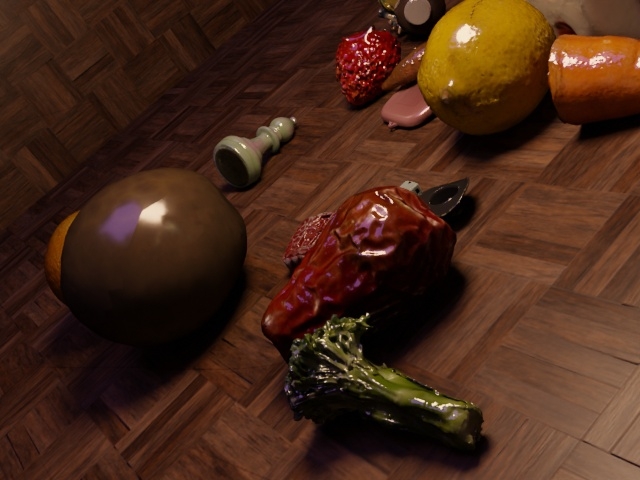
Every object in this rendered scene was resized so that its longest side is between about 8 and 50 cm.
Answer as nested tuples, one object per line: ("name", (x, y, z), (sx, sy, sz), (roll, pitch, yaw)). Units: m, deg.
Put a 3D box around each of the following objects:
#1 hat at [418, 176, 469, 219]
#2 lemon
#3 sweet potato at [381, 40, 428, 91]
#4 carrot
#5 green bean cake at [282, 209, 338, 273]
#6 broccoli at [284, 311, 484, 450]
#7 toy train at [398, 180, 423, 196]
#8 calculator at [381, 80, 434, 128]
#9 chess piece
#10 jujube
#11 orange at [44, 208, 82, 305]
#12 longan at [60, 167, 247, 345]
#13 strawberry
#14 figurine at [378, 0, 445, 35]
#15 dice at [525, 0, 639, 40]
("hat", (0.228, -0.067, 1.415), (0.121, 0.050, 0.121), (-30, 22, 14))
("lemon", (0.314, -0.333, 1.518), (0.258, 0.258, 0.310), (-9, 31, 43))
("sweet potato", (0.267, -0.442, 1.852), (0.314, 0.072, 0.066), (-32, 15, 22))
("carrot", (0.512, -0.270, 1.317), (0.225, 0.159, 0.159), (8, 50, 43))
("green bean cake", (0.000, 0.000, 1.570), (0.135, 0.056, 0.135), (-11, 34, 40))
("broccoli", (0.084, 0.210, 1.069), (0.304, 0.165, 0.145), (11, 45, 42))
("toy train", (0.110, -0.036, 1.509), (0.207, 0.047, 0.043), (-43, 29, -16))
("calculator", (0.278, -0.374, 1.859), (0.329, 0.048, 0.220), (-43, 29, -8))
("chess piece", (-0.151, -0.261, 2.122), (0.139, 0.139, 0.271), (-4, 29, 47))
("jujube", (0.053, 0.065, 1.271), (0.342, 0.216, 0.216), (-47, 26, 5))
("orange", (-0.511, 0.046, 1.867), (0.274, 0.274, 0.274), (-28, 28, 16))
("longan", (-0.335, 0.029, 1.605), (0.404, 0.336, 0.404), (-32, 22, 15))
("strawberry", (0.121, -0.446, 2.044), (0.187, 0.184, 0.201), (13, 90, 34))
("figurine", (0.257, -0.653, 2.208), (0.161, 0.158, 0.275), (-46, 26, 1))
("dice", (0.537, -0.539, 1.533), (0.304, 0.304, 0.277), (-39, 28, -6))
